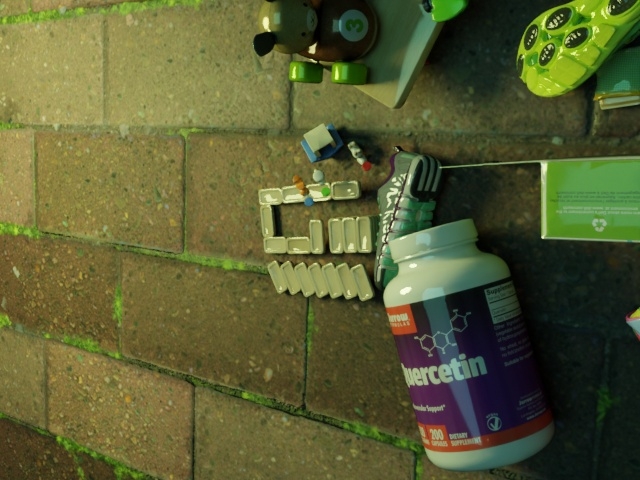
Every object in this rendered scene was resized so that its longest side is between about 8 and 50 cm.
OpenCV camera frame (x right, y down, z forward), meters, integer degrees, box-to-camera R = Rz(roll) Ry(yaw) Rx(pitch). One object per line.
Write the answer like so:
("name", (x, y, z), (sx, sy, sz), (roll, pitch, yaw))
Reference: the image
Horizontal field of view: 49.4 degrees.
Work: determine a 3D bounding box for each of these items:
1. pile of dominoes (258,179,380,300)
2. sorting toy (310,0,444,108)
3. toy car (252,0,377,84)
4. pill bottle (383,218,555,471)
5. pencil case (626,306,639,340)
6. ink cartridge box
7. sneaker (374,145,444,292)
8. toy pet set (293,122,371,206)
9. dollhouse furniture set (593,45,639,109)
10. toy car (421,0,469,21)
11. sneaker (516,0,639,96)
("pile of dominoes", (0.000, 0.000, 1.194), (0.251, 0.040, 0.195), (-1, 95, 43))
("sorting toy", (0.090, -0.367, 1.043), (0.255, 0.089, 0.257), (37, 114, 25))
("toy car", (-0.024, -0.301, 0.959), (0.149, 0.188, 0.154), (11, 102, 33))
("pill bottle", (0.197, 0.140, 0.973), (0.182, 0.182, 0.322), (-19, 85, 35))
("pencil case", (0.471, 0.172, 0.840), (0.104, 0.104, 0.236), (-37, 74, 32))
("ink cartridge box", (0.307, -0.057, 0.872), (0.255, 0.189, 0.096), (1, 98, 36))
("sneaker", (0.121, -0.032, 1.084), (0.098, 0.083, 0.223), (36, 114, 51))
("toy pet set", (0.011, -0.126, 1.139), (0.122, 0.065, 0.114), (-30, 77, 5))
("dollhouse furniture set", (0.410, -0.209, 0.860), (0.152, 0.059, 0.076), (-2, 94, 34))
("toy car", (0.146, -0.393, 0.916), (0.239, 0.053, 0.224), (-18, 86, 35))
("sneaker", (0.366, -0.278, 0.851), (0.295, 0.124, 0.109), (-44, 64, 46))
